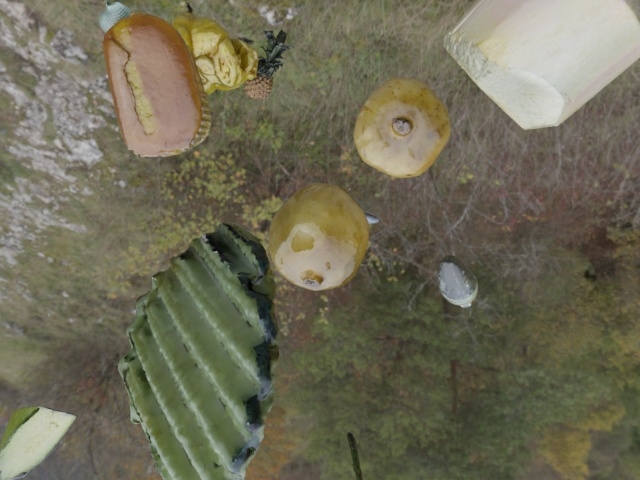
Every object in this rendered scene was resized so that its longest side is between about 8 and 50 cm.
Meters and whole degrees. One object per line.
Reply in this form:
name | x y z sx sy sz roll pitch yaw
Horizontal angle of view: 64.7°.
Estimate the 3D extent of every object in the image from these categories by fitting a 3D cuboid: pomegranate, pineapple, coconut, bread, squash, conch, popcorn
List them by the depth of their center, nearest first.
coconut | 0.330 -0.304 0.723 0.239 0.239 0.244 30 120 -28
bread | -0.353 -0.322 1.068 0.204 0.156 0.288 -10 104 2
pomegranate | 0.000 -0.005 1.101 0.233 0.233 0.233 10 151 6
conch | -0.445 -0.479 1.106 0.076 0.057 0.085 -1 178 -15
squash | -0.699 0.458 1.186 0.085 0.184 0.192 29 159 18
pomegranate | 0.269 -0.367 1.689 0.342 0.343 0.343 10 151 6
popcorn | -0.371 -0.620 1.737 0.315 0.281 0.297 15 -176 -10
pineapple | -0.206 -0.662 1.903 0.130 0.119 0.277 28 137 -12

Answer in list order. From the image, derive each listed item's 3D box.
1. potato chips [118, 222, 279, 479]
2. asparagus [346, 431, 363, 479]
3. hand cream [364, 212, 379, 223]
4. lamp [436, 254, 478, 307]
potato chips | -0.179 0.158 0.753 0.070 0.359 0.429 27 -173 -40
asparagus | 0.069 0.428 0.927 0.022 0.023 0.233 15 -167 -6
hand cream | 0.041 -0.050 1.341 0.079 0.048 0.255 10 168 -40
lamp | 0.351 0.106 1.301 0.101 0.101 0.250 -3 148 27
